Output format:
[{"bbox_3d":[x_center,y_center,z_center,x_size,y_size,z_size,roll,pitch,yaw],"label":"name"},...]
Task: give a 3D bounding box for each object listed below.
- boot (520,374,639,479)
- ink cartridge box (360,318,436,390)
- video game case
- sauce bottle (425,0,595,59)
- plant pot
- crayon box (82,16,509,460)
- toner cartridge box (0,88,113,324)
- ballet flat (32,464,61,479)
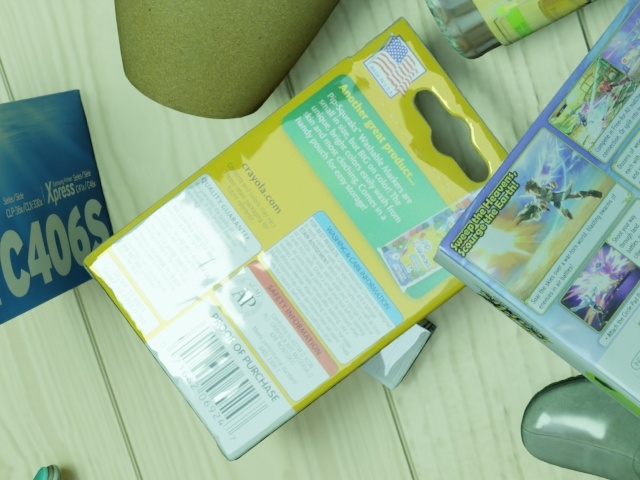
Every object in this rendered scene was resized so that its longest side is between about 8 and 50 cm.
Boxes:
[{"bbox_3d":[0.267,0.173,1.229,0.246,0.161,0.083,7,106,15],"label":"boot"},{"bbox_3d":[0.033,0.068,1.348,0.115,0.029,0.063,34,107,8],"label":"ink cartridge box"},{"bbox_3d":[0.261,-0.019,1.198,0.244,0.061,0.269,38,82,5],"label":"video game case"},{"bbox_3d":[0.236,-0.255,1.188,0.344,0.111,0.111,-26,92,18],"label":"sauce bottle"},{"bbox_3d":[-0.067,-0.231,1.235,0.237,0.237,0.254,24,119,10],"label":"plant pot"},{"bbox_3d":[0.000,0.000,1.288,0.323,0.083,0.203,-37,86,5],"label":"crayon box"},{"bbox_3d":[-0.270,-0.020,1.249,0.075,0.348,0.165,-12,97,16],"label":"toner cartridge box"},{"bbox_3d":[-0.266,0.299,1.464,0.068,0.072,0.213,24,108,-18],"label":"ballet flat"}]
